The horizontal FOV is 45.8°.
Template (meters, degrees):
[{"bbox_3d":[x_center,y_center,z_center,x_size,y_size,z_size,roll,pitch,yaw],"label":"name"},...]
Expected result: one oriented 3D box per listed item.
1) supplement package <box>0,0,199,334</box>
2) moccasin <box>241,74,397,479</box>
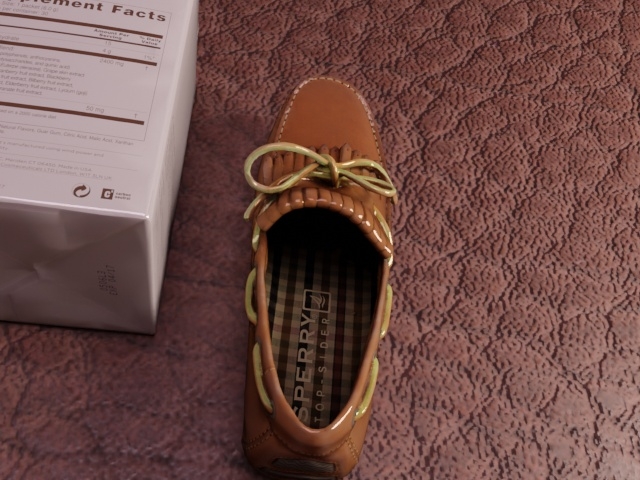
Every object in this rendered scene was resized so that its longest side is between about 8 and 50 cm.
[{"bbox_3d":[-0.205,-0.095,0.637,0.175,0.177,0.292,6,55,-6],"label":"supplement package"},{"bbox_3d":[-0.003,-0.001,0.631,0.139,0.147,0.380,13,54,-2],"label":"moccasin"}]
